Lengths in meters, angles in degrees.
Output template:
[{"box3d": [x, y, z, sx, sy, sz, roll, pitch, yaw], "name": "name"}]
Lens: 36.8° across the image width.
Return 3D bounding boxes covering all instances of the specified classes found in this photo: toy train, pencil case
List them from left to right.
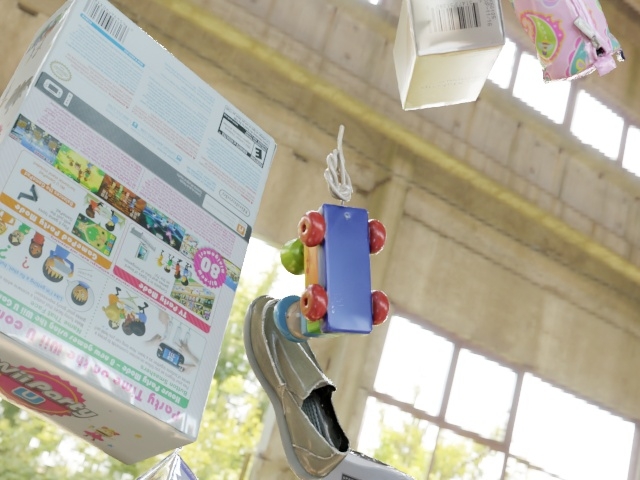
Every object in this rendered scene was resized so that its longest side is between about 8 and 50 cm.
[{"box3d": [0.000, 0.000, 1.173, 0.105, 0.248, 0.143, 7, -18, -30], "name": "toy train"}, {"box3d": [0.310, -0.351, 1.310, 0.124, 0.124, 0.284, -14, -75, 52], "name": "pencil case"}]

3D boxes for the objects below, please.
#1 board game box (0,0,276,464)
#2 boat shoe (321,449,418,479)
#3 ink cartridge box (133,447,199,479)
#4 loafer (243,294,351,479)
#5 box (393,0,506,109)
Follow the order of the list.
[{"box3d": [-0.169, -0.014, 0.758, 0.097, 0.303, 0.224, -26, -52, 39], "name": "board game box"}, {"box3d": [0.082, 0.332, 1.285, 0.228, 0.080, 0.076, 12, 4, 38], "name": "boat shoe"}, {"box3d": [-0.222, 0.340, 1.066, 0.065, 0.186, 0.311, 51, -1, -7], "name": "ink cartridge box"}, {"box3d": [-0.021, 0.183, 1.253, 0.087, 0.251, 0.094, -28, -10, 39], "name": "loafer"}, {"box3d": [0.207, -0.323, 1.606, 0.148, 0.121, 0.311, -8, -8, 1], "name": "box"}]
